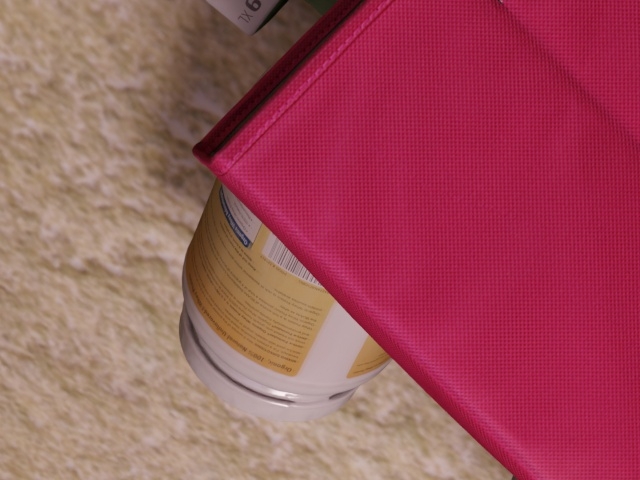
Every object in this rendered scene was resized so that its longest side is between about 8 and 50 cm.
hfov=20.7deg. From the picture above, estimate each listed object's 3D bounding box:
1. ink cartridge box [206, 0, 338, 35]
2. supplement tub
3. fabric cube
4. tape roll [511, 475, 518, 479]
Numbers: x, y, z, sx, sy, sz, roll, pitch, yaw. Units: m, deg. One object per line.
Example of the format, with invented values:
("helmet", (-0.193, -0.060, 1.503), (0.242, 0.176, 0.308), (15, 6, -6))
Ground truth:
("ink cartridge box", (-0.038, -0.190, 0.976), (0.209, 0.062, 0.109), (40, 132, -3))
("supplement tub", (0.000, 0.000, 1.039), (0.144, 0.144, 0.199), (31, 132, 6))
("fabric cube", (0.121, -0.040, 0.806), (0.258, 0.254, 0.259), (44, 89, -6))
("tape roll", (0.216, 0.202, 0.974), (0.246, 0.169, 0.246), (2, 103, 10))
